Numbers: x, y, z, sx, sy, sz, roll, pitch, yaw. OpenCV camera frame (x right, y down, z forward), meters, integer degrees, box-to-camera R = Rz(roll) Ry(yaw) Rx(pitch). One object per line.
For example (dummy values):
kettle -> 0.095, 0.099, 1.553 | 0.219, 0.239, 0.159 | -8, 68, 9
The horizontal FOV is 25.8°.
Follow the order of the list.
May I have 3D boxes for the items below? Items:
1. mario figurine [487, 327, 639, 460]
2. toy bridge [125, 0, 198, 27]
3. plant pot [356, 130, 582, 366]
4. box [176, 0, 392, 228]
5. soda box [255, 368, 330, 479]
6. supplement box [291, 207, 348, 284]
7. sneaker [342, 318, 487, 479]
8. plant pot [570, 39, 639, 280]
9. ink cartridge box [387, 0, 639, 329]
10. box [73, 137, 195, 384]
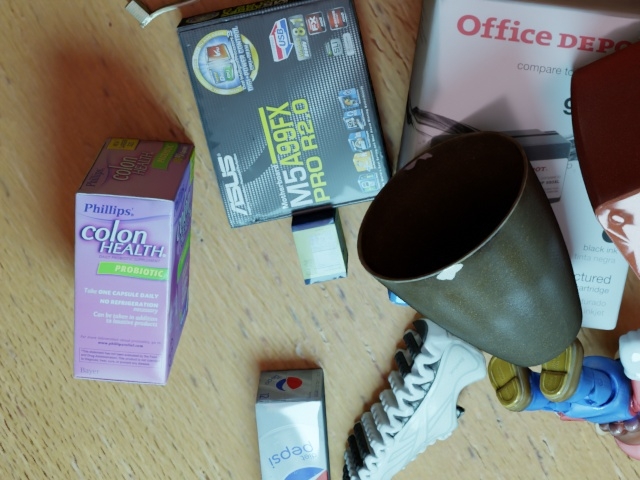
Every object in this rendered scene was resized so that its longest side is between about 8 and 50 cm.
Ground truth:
mario figurine -> 0.356, 0.171, 1.788 | 0.320, 0.198, 0.170 | 21, 96, -42
toy bridge -> -0.156, -0.325, 1.697 | 0.063, 0.026, 0.188 | 42, 108, -15
plant pot -> 0.193, 0.032, 1.572 | 0.215, 0.215, 0.230 | -33, 123, 14
box -> -0.040, -0.165, 1.739 | 0.216, 0.060, 0.270 | -11, 111, 6
soda box -> -0.032, 0.324, 1.916 | 0.091, 0.098, 0.286 | -3, 111, 3
supplement box -> 0.000, 0.000, 1.791 | 0.056, 0.083, 0.083 | -11, 110, 7
sneaker -> 0.122, 0.249, 1.882 | 0.118, 0.110, 0.292 | 22, 112, -16
plant pot -> 0.420, -0.064, 1.450 | 0.267, 0.235, 0.267 | -24, 115, 34
ink cartridge box -> 0.245, -0.114, 1.693 | 0.286, 0.166, 0.394 | 7, 112, -1
box -> -0.229, 0.022, 1.738 | 0.117, 0.213, 0.243 | 4, 111, 1
